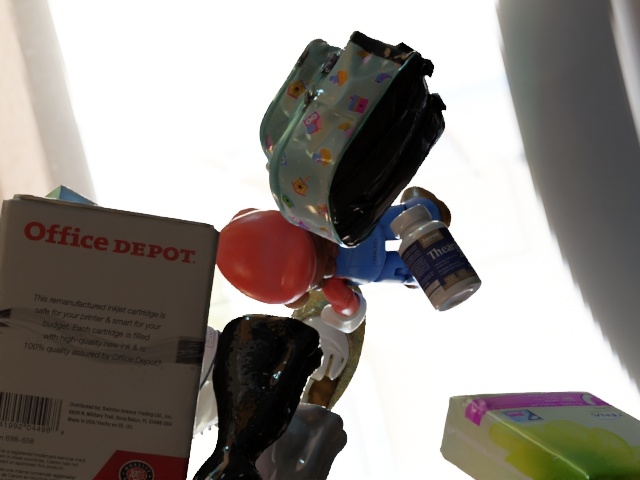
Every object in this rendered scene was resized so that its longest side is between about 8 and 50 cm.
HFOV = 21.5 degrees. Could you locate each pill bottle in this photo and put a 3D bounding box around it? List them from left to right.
[{"bbox_3d":[0.134,0.019,2.004,0.120,0.067,0.067,58,-177,18],"label":"pill bottle"}]

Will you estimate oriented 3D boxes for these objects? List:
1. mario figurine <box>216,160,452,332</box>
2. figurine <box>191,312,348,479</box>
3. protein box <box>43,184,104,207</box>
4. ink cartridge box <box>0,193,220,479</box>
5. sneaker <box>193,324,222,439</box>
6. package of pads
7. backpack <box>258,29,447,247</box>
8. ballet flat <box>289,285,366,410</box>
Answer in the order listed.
[{"bbox_3d":[0.000,0.000,2.084,0.320,0.170,0.198,-3,-117,-37],"label":"mario figurine"},{"bbox_3d":[-0.055,0.209,1.491,0.215,0.092,0.209,74,-153,-47],"label":"figurine"},{"bbox_3d":[-0.335,0.063,2.421,0.200,0.136,0.201,26,143,39],"label":"protein box"},{"bbox_3d":[-0.211,0.107,1.538,0.114,0.197,0.272,175,104,-78],"label":"ink cartridge box"},{"bbox_3d":[-0.162,0.221,2.211,0.094,0.091,0.258,-92,24,-49],"label":"sneaker"},{"bbox_3d":[0.321,0.274,2.065,0.296,0.229,0.101,30,113,57],"label":"package of pads"},{"bbox_3d":[0.023,-0.095,1.658,0.188,0.144,0.166,-64,-23,-20],"label":"backpack"},{"bbox_3d":[-0.026,0.212,2.403,0.348,0.123,0.123,-66,-10,1],"label":"ballet flat"}]
